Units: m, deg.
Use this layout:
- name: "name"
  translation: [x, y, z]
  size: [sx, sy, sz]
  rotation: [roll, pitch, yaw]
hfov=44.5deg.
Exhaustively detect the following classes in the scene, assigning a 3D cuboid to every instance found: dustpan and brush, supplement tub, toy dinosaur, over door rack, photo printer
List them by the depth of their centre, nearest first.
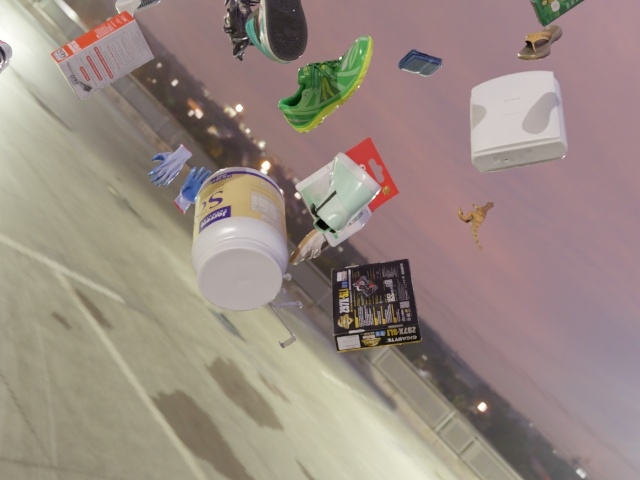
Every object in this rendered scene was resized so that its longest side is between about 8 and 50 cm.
- name: "dustpan and brush"
  translation: [-0.390, -0.485, 1.628]
  size: [0.211, 0.147, 0.060]
  rotation: [-9, -52, 36]
- name: "supplement tub"
  translation: [-0.203, -0.006, 1.982]
  size: [0.241, 0.241, 0.331]
  rotation: [46, 21, -32]
- name: "photo printer"
  translation: [0.545, -0.345, 2.179]
  size: [0.107, 0.255, 0.308]
  rotation: [59, 30, -46]
- name: "toy dinosaur"
  translation: [0.486, -0.064, 2.450]
  size: [0.112, 0.212, 0.064]
  rotation: [13, -38, 23]
- name: "over door rack"
  translation: [-0.137, 0.152, 2.464]
  size: [0.324, 0.108, 0.240]
  rotation: [80, -11, -54]

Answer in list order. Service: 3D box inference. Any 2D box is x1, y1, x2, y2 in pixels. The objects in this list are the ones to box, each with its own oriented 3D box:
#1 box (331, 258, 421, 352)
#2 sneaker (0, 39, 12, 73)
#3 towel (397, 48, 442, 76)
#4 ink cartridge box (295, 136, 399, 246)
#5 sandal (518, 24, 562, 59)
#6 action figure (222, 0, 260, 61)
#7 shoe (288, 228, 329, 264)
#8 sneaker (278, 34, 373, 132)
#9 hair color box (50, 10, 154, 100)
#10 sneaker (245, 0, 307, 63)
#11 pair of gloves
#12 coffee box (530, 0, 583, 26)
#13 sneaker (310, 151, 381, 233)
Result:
- name: "box"
  translation: [0.166, 0.193, 2.412]
  size: [0.322, 0.257, 0.079]
  rotation: [-92, 170, -54]
- name: "sneaker"
  translation: [-0.704, -0.331, 1.614]
  size: [0.071, 0.178, 0.077]
  rotation: [25, 20, -2]
- name: "towel"
  translation: [0.261, -0.464, 2.052]
  size: [0.119, 0.067, 0.029]
  rotation: [2, 62, -43]
- name: "ink cartridge box"
  translation: [0.075, -0.117, 1.917]
  size: [0.181, 0.224, 0.056]
  rotation: [59, -4, -27]
- name: "sandal"
  translation: [0.506, -0.464, 1.808]
  size: [0.072, 0.180, 0.049]
  rotation: [6, -50, 38]
- name: "action figure"
  translation: [-0.167, -0.546, 1.884]
  size: [0.164, 0.140, 0.276]
  rotation: [83, -2, -49]
- name: "shoe"
  translation: [0.000, 0.000, 2.135]
  size: [0.058, 0.219, 0.077]
  rotation: [43, -29, 9]
- name: "sneaker"
  translation: [0.011, -0.378, 1.857]
  size: [0.123, 0.295, 0.109]
  rotation: [36, 30, -22]
- name: "hair color box"
  translation: [-0.417, -0.355, 1.501]
  size: [0.053, 0.167, 0.093]
  rotation: [46, -16, 40]
- name: "sneaker"
  translation: [-0.085, -0.504, 1.613]
  size: [0.123, 0.296, 0.178]
  rotation: [0, 2, -16]
- name: "pair of gloves"
  translation: [-0.408, -0.187, 2.298]
  size: [0.198, 0.159, 0.023]
  rotation: [50, -28, -21]
- name: "coffee box"
  translation: [0.734, -0.746, 2.378]
  size: [0.113, 0.184, 0.040]
  rotation: [45, 15, -46]
- name: "sneaker"
  translation: [0.030, -0.094, 1.612]
  size: [0.094, 0.151, 0.256]
  rotation: [43, 4, -13]
